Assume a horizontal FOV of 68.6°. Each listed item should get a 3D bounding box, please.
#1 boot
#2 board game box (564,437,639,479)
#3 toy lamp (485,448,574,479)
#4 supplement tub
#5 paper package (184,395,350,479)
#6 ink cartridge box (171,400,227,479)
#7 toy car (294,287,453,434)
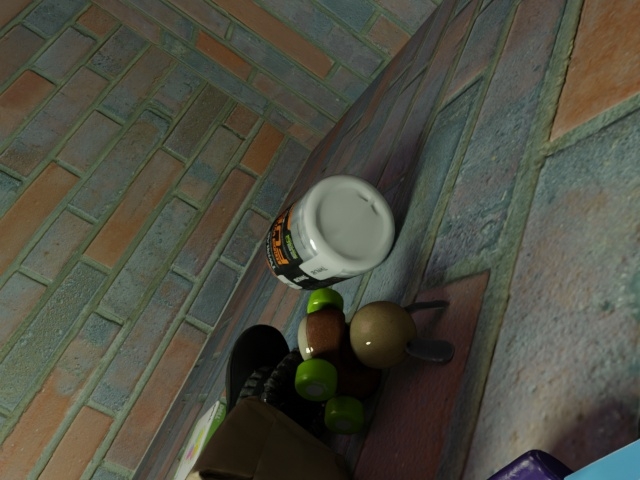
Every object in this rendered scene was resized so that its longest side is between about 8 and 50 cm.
[{"bbox_3d":[-0.073,0.237,0.821,0.260,0.131,0.348,-57,21,36],"label":"boot"},{"bbox_3d":[0.212,0.156,0.087,0.242,0.064,0.317,-51,14,29],"label":"board game box"},{"bbox_3d":[0.082,0.261,0.313,0.275,0.080,0.080,-56,13,10],"label":"toy lamp"},{"bbox_3d":[0.000,0.000,0.979,0.194,0.193,0.316,-63,13,-23],"label":"supplement tub"},{"bbox_3d":[-0.109,0.353,0.447,0.325,0.168,0.309,-58,-4,-9],"label":"paper package"},{"bbox_3d":[-0.198,0.422,0.953,0.255,0.097,0.189,-50,15,36],"label":"ink cartridge box"},{"bbox_3d":[0.078,0.135,0.606,0.188,0.149,0.155,-21,32,21],"label":"toy car"}]
